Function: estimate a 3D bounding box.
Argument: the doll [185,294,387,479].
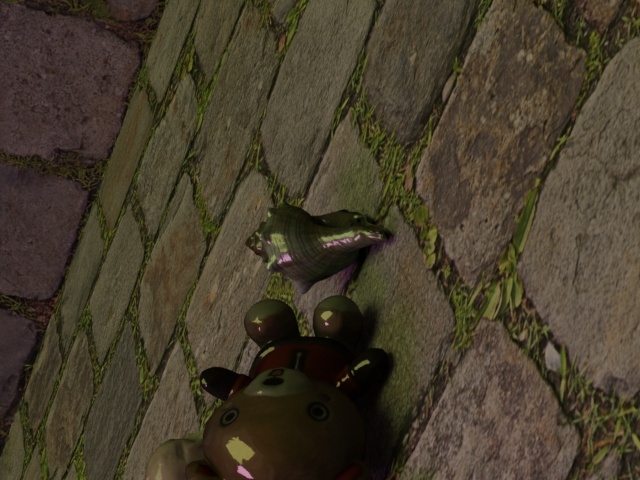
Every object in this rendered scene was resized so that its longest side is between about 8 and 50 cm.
[{"bbox_3d":[-0.037,0.210,1.967,0.330,0.235,0.174,-75,-15,-57],"label":"doll"}]

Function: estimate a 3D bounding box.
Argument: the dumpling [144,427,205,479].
[{"bbox_3d":[-0.224,0.377,2.470,0.199,0.118,0.136,-61,15,-25],"label":"dumpling"}]

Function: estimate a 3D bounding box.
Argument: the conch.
[{"bbox_3d":[-0.002,0.008,2.144,0.137,0.234,0.114,-49,-40,-61],"label":"conch"}]
